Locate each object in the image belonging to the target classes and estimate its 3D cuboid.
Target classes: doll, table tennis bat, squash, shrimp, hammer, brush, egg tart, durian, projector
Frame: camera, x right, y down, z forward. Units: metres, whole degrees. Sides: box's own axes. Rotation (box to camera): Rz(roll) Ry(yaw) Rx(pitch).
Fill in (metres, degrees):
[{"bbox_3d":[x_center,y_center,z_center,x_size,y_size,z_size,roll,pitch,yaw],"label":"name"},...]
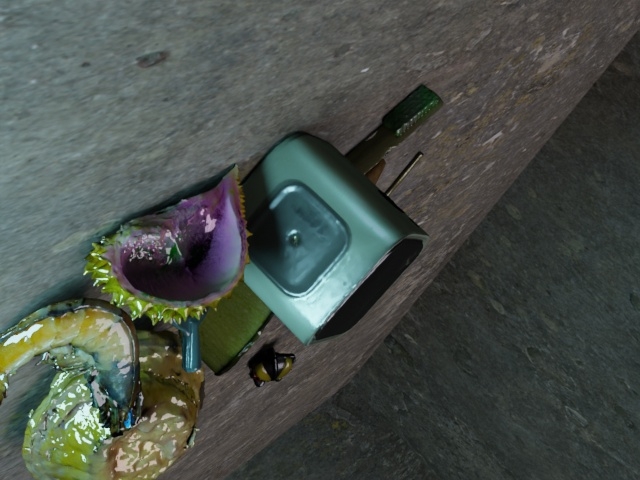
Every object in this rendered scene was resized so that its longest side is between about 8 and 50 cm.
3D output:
[{"bbox_3d":[-0.135,0.358,2.250,0.127,0.088,0.249,-37,167,-25],"label":"doll"},{"bbox_3d":[-0.215,0.119,1.319,0.124,0.033,0.201,-18,110,-60],"label":"table tennis bat"},{"bbox_3d":[-0.180,0.158,1.628,0.220,0.133,0.220,-50,180,0],"label":"squash"},{"bbox_3d":[-0.358,0.202,1.135,0.222,0.054,0.290,-18,132,-15],"label":"shrimp"},{"bbox_3d":[0.177,-0.132,1.898,0.199,0.013,0.062,-51,164,24],"label":"hammer"},{"bbox_3d":[0.118,-0.193,1.512,0.282,0.054,0.048,-42,156,-10],"label":"brush"},{"bbox_3d":[-0.323,0.313,1.360,0.352,0.150,0.352,-25,136,-27],"label":"egg tart"},{"bbox_3d":[-0.197,0.034,1.124,0.260,0.186,0.154,-17,146,-33],"label":"durian"},{"bbox_3d":[0.000,0.000,1.334,0.248,0.249,0.248,-49,165,12],"label":"projector"}]

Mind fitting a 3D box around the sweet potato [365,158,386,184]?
[{"bbox_3d":[0.016,-0.025,1.541,0.336,0.131,0.131,-44,165,1],"label":"sweet potato"}]
